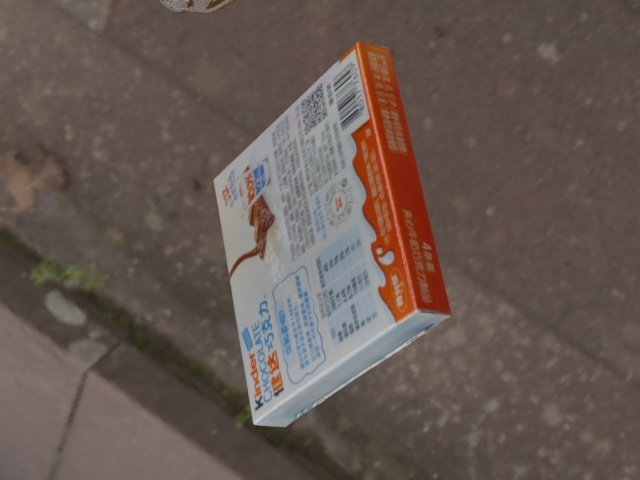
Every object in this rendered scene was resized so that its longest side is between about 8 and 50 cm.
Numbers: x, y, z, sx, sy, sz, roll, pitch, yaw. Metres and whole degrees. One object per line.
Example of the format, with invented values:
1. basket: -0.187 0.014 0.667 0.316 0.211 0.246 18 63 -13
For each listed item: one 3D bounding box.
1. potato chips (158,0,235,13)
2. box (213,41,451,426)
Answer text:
1. potato chips: -0.152 -0.380 1.823 0.150 0.049 0.201 6 135 4
2. box: 0.000 0.000 1.322 0.265 0.048 0.273 -38 54 45
